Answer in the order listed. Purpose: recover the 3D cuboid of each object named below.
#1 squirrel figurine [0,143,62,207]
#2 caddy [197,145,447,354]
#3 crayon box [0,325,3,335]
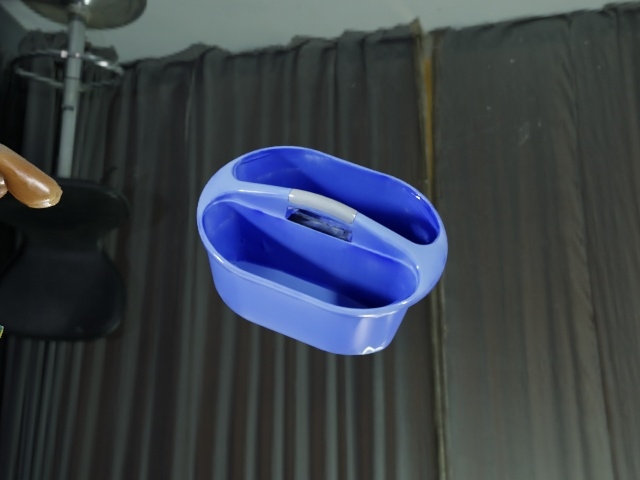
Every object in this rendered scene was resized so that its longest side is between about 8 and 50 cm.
[{"bbox_3d":[-0.655,-0.059,1.111,0.397,0.370,0.281,25,161,32],"label":"squirrel figurine"},{"bbox_3d":[0.000,0.000,1.082,0.341,0.241,0.179,20,145,11],"label":"caddy"},{"bbox_3d":[-0.666,0.340,1.297,0.106,0.313,0.363,26,126,-18],"label":"crayon box"}]
